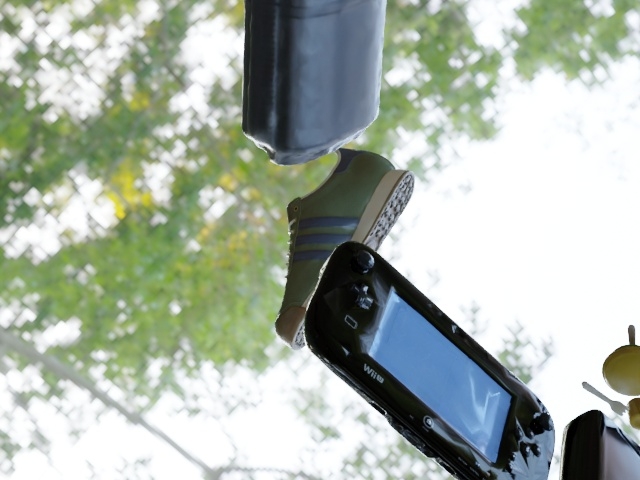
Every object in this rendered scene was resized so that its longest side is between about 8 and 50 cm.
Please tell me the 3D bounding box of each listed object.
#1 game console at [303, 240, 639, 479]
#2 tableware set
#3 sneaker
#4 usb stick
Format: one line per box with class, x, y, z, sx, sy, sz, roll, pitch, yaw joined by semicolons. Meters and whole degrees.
game console;0.127;0.148;0.985;0.044;0.361;0.213;-41;-164;29
tableware set;0.289;0.093;1.217;0.154;0.104;0.024;-48;-168;30
sneaker;0.000;0.000;1.400;0.086;0.064;0.192;32;-97;23
usb stick;0.004;-0.164;0.647;0.077;0.278;0.045;-24;-141;-39
